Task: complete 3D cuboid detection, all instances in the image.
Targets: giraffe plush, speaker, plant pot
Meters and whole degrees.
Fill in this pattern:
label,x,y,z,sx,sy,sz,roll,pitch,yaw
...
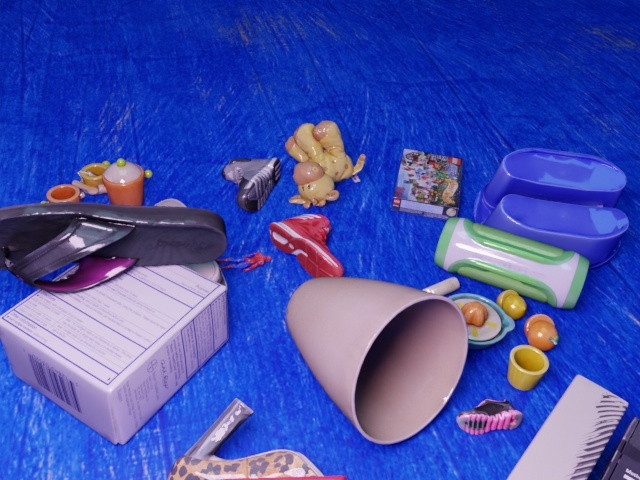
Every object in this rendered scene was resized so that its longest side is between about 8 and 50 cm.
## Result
label,x,y,z,sx,sy,sz,roll,pitch,yaw
giraffe plush,-0.008,-0.163,1.598,0.210,0.181,0.170,39,52,-11
speaker,0.398,0.045,1.381,0.296,0.131,0.131,19,42,17
plant pot,0.066,0.169,1.138,0.256,0.256,0.274,-25,31,-30

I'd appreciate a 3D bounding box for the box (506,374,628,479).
label,x,y,z,sx,sy,sz,roll,pitch,yaw
box,0.376,0.344,1.030,0.094,0.113,0.275,30,47,26

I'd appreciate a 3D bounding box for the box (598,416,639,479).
label,x,y,z,sx,sy,sz,roll,pitch,yaw
box,0.562,0.471,0.903,0.395,0.097,0.318,30,43,28

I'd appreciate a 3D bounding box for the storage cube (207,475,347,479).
label,x,y,z,sx,sy,sz,roll,pitch,yaw
storage cube,-0.058,0.433,0.825,0.215,0.184,0.193,0,41,-7

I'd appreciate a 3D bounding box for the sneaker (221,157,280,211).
label,x,y,z,sx,sy,sz,roll,pitch,yaw
sneaker,-0.191,-0.140,1.599,0.132,0.086,0.229,9,29,14

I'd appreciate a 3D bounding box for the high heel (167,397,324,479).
label,x,y,z,sx,sy,sz,roll,pitch,yaw
high heel,-0.096,0.388,0.982,0.261,0.093,0.186,36,71,17

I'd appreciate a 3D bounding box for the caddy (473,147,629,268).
label,x,y,z,sx,sy,sz,roll,pitch,yaw
caddy,0.527,-0.064,1.492,0.341,0.179,0.241,9,63,5

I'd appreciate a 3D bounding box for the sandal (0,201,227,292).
label,x,y,z,sx,sy,sz,roll,pitch,yaw
sandal,-0.380,0.017,1.094,0.445,0.167,0.107,-3,57,-8

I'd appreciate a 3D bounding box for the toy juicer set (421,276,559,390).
label,x,y,z,sx,sy,sz,roll,pitch,yaw
toy juicer set,0.315,0.138,1.290,0.329,0.089,0.209,28,45,26

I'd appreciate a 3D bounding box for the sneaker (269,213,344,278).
label,x,y,z,sx,sy,sz,roll,pitch,yaw
sneaker,0.000,0.000,1.433,0.128,0.087,0.221,-29,51,-32

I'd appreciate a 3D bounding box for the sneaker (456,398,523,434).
label,x,y,z,sx,sy,sz,roll,pitch,yaw
sneaker,0.285,0.298,1.132,0.119,0.047,0.057,1,32,-16

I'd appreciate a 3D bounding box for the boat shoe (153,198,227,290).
label,x,y,z,sx,sy,sz,roll,pitch,yaw
boat shoe,-0.285,0.032,1.380,0.112,0.095,0.335,-27,42,-13

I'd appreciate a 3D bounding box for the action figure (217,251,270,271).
label,x,y,z,sx,sy,sz,roll,pitch,yaw
action figure,-0.162,0.047,1.404,0.115,0.030,0.038,-11,46,-18

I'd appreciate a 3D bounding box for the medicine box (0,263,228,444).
label,x,y,z,sx,sy,sz,roll,pitch,yaw
medicine box,-0.351,0.159,1.156,0.263,0.149,0.289,24,43,23

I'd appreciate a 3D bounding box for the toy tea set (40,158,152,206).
label,x,y,z,sx,sy,sz,roll,pitch,yaw
toy tea set,-0.542,-0.100,1.472,0.200,0.124,0.336,19,41,17

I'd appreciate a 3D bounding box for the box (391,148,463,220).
label,x,y,z,sx,sy,sz,roll,pitch,yaw
box,0.274,-0.145,1.663,0.159,0.044,0.233,10,40,7
